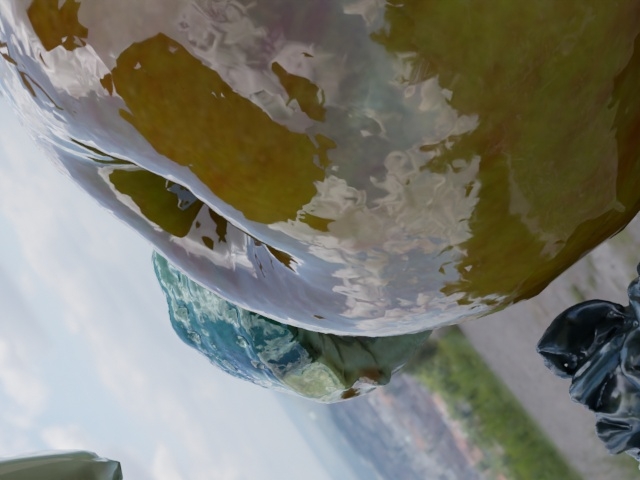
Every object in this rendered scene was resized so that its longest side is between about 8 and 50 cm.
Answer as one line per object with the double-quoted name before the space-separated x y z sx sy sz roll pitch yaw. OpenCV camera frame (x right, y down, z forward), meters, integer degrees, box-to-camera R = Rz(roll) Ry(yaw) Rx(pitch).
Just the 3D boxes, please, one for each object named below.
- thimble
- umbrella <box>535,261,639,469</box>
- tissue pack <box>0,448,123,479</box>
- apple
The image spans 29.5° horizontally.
"thimble" 0.000 0.000 1.087 0.167 0.288 0.254 5 135 44
"umbrella" 0.246 -0.018 0.682 0.143 0.349 0.094 37 -152 20
"tissue pack" -0.290 0.217 0.509 0.332 0.404 0.205 135 125 -68
"apple" 0.008 -0.126 0.656 0.400 0.334 0.400 12 164 4
